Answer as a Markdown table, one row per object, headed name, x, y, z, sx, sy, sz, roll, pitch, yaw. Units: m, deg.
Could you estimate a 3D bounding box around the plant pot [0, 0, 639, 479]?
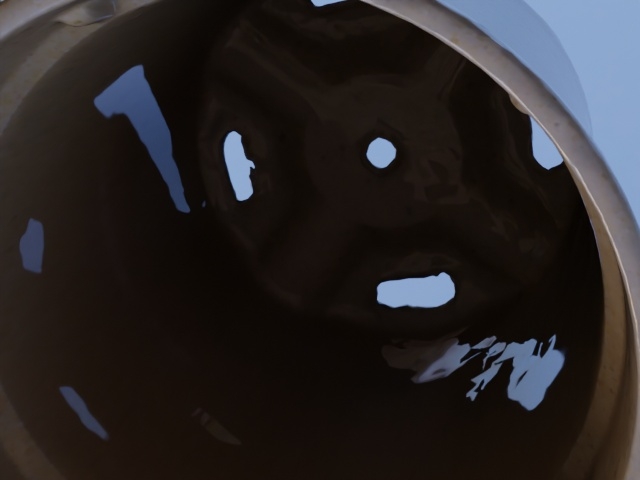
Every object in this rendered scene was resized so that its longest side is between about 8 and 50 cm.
| name | x | y | z | sx | sy | sz | roll | pitch | yaw |
| --- | --- | --- | --- | --- | --- | --- | --- | --- | --- |
| plant pot | 0.000 | 0.000 | 0.892 | 0.334 | 0.334 | 0.305 | -17 | -165 | 18 |
